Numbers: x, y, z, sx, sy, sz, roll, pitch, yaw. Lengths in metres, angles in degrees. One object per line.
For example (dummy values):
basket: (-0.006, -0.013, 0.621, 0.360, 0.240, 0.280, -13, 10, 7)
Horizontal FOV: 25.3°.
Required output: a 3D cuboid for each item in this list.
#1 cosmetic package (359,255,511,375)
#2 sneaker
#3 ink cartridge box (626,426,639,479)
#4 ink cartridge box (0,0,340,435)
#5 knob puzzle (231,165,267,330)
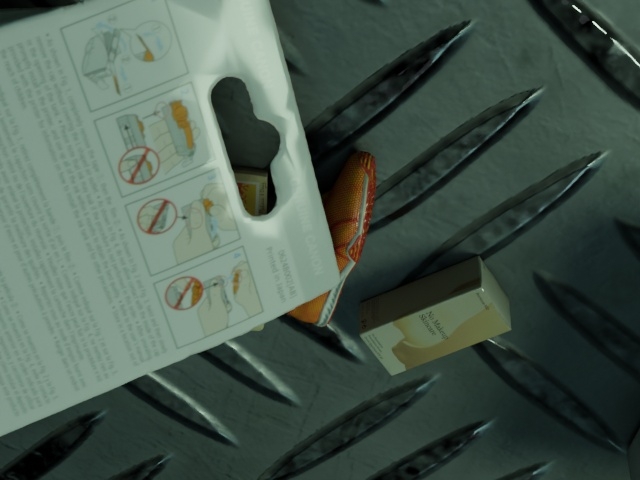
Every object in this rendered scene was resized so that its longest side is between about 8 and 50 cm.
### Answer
cosmetic package: (0.095, 0.064, 1.191, 0.115, 0.041, 0.060, -24, 126, 22)
sneaker: (0.000, 0.000, 1.127, 0.067, 0.064, 0.175, 21, 127, -3)
ink cartridge box: (0.492, 0.177, 1.190, 0.395, 0.166, 0.285, 9, 130, -7)
ink cartridge box: (-0.201, -0.028, 1.007, 0.385, 0.091, 0.308, -23, 127, -11)
knob puzzle: (-0.142, 0.011, 1.162, 0.213, 0.030, 0.213, 1, 131, 1)
